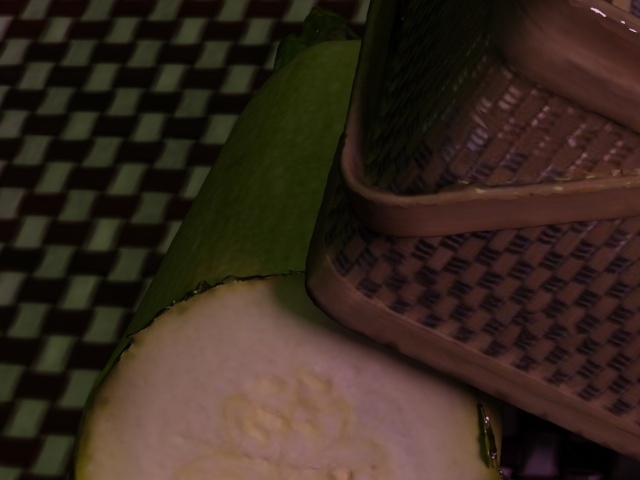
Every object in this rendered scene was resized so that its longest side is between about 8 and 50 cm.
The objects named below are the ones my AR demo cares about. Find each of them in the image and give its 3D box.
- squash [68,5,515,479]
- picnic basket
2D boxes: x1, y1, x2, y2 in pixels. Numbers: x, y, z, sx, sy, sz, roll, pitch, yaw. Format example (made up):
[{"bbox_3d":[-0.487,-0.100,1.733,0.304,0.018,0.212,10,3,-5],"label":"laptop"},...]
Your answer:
[{"bbox_3d":[0.012,-0.006,0.668,0.137,0.137,0.287,1,43,15],"label":"squash"},{"bbox_3d":[0.141,-0.024,0.564,0.267,0.139,0.165,25,47,-9],"label":"picnic basket"}]
